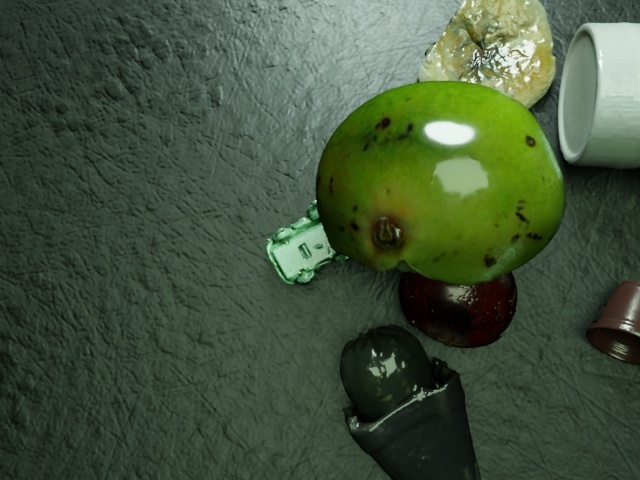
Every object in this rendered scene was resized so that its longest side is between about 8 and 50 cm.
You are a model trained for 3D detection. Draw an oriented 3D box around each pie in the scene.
[{"bbox_3d":[0.256,-0.269,1.123,0.185,0.052,0.218,30,87,-1],"label":"pie"}]

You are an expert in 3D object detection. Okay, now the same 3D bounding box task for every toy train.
[{"bbox_3d":[0.000,0.000,1.089,0.149,0.081,0.099,-33,84,3],"label":"toy train"}]

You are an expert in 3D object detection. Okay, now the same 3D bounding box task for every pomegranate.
[{"bbox_3d":[0.158,-0.106,0.959,0.309,0.358,0.216,5,125,35],"label":"pomegranate"}]

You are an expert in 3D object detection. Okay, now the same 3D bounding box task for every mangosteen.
[{"bbox_3d":[0.189,0.055,1.040,0.166,0.166,0.180,10,57,3],"label":"mangosteen"}]

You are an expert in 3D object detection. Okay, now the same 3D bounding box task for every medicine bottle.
[{"bbox_3d":[0.530,-0.189,1.025,0.371,0.211,0.211,3,83,1],"label":"medicine bottle"}]

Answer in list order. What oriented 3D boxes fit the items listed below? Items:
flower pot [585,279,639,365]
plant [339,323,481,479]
[{"bbox_3d":[0.438,0.111,1.056,0.111,0.111,0.089,26,69,4],"label":"flower pot"},{"bbox_3d":[0.118,0.235,1.026,0.164,0.142,0.256,-26,95,-1],"label":"plant"}]
